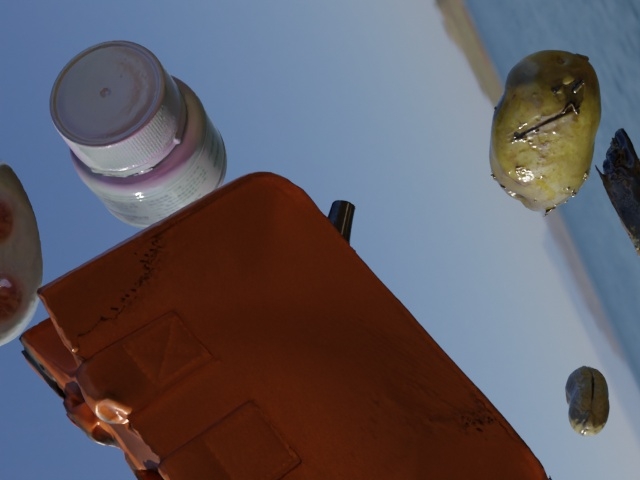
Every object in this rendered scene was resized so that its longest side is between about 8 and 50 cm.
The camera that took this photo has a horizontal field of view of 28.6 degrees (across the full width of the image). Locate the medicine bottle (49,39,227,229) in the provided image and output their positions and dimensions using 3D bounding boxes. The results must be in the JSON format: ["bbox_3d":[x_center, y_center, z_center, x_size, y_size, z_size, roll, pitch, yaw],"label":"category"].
[{"bbox_3d":[-0.305,-0.175,2.112,0.302,0.241,0.241,62,-172,-63],"label":"medicine bottle"}]

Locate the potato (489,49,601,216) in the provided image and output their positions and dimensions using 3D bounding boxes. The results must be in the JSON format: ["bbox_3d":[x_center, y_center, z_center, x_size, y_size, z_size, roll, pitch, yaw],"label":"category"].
[{"bbox_3d":[0.353,-0.165,1.996,0.300,0.173,0.140,91,169,-45],"label":"potato"}]

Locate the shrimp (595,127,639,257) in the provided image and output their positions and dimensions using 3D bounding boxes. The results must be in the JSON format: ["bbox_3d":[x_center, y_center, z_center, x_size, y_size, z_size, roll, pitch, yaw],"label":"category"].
[{"bbox_3d":[0.440,-0.035,1.542,0.058,0.173,0.253,114,149,-47],"label":"shrimp"}]

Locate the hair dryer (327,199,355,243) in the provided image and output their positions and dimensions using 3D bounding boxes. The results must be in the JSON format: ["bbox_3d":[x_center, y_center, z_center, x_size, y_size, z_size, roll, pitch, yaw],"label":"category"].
[{"bbox_3d":[0.000,0.000,1.667,0.219,0.075,0.195,73,-152,-62],"label":"hair dryer"}]

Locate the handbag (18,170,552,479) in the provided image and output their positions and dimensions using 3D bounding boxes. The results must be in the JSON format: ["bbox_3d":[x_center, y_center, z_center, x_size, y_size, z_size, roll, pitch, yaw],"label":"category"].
[{"bbox_3d":[-0.022,0.159,1.051,0.303,0.116,0.410,-32,-104,-39],"label":"handbag"}]

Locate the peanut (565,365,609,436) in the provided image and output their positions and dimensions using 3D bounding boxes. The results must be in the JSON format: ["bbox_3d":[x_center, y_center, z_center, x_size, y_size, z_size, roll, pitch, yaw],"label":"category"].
[{"bbox_3d":[0.452,0.276,2.130,0.080,0.080,0.174,62,-160,-16],"label":"peanut"}]

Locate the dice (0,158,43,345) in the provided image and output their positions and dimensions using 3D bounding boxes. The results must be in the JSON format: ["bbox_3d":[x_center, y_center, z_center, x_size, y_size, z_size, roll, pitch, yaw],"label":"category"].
[{"bbox_3d":[-0.541,0.021,1.722,0.259,0.243,0.251,-13,-76,-39],"label":"dice"}]
